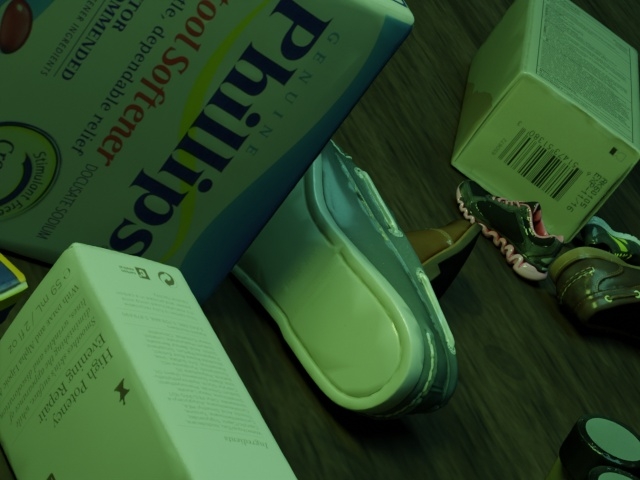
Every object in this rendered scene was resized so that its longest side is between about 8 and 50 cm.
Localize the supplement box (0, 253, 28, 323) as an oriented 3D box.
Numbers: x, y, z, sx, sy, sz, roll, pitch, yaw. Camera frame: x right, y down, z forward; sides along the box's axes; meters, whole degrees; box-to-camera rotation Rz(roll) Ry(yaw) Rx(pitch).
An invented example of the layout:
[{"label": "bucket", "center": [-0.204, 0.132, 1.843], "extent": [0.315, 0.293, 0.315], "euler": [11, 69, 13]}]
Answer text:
[{"label": "supplement box", "center": [-0.343, -0.008, 0.855], "extent": [0.356, 0.194, 0.195], "euler": [41, 23, 8]}]

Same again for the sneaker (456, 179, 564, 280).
[{"label": "sneaker", "center": [0.172, -0.020, 1.773], "extent": [0.119, 0.057, 0.047], "euler": [47, 27, 24]}]

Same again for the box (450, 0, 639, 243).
[{"label": "box", "center": [0.229, -0.137, 1.984], "extent": [0.148, 0.121, 0.311], "euler": [35, 24, -6]}]

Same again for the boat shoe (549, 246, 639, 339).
[{"label": "boat shoe", "center": [0.292, 0.061, 1.782], "extent": [0.207, 0.073, 0.073], "euler": [8, 38, -36]}]

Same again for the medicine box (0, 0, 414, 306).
[{"label": "medicine box", "center": [-0.138, -0.127, 1.274], "extent": [0.289, 0.263, 0.149], "euler": [19, 30, -35]}]

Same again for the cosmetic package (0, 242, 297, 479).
[{"label": "cosmetic package", "center": [-0.093, 0.123, 1.068], "extent": [0.085, 0.117, 0.231], "euler": [14, 31, -41]}]

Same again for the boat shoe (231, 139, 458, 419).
[{"label": "boat shoe", "center": [0.000, 0.000, 1.441], "extent": [0.099, 0.116, 0.319], "euler": [21, 32, -51]}]

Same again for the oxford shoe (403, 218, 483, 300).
[{"label": "oxford shoe", "center": [0.069, 0.013, 1.554], "extent": [0.076, 0.076, 0.212], "euler": [34, 22, 13]}]

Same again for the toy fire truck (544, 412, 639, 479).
[{"label": "toy fire truck", "center": [0.248, 0.259, 1.294], "extent": [0.246, 0.158, 0.217], "euler": [21, 26, -11]}]

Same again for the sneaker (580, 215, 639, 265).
[{"label": "sneaker", "center": [0.279, 0.009, 1.913], "extent": [0.083, 0.031, 0.035], "euler": [27, 46, -25]}]
